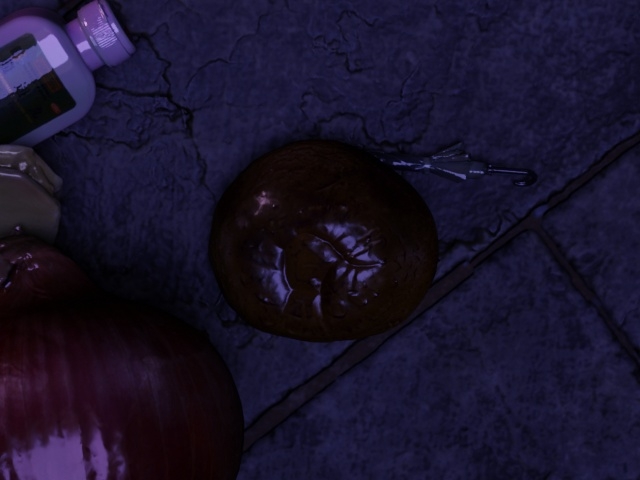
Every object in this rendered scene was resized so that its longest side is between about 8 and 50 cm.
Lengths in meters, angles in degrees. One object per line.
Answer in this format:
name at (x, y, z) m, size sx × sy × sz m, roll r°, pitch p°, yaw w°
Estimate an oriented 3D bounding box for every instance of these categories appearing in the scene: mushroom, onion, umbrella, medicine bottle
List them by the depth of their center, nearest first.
onion at (-0.236, 0.192, 1.166) m, size 0.354 × 0.353 × 0.353 m, roll -1°, pitch 104°, yaw -6°
medicine bottle at (-0.285, -0.154, 1.204) m, size 0.219 × 0.078 × 0.115 m, roll -29°, pitch 113°, yaw 2°
mushroom at (-0.002, 0.005, 1.237) m, size 0.231 × 0.138 × 0.194 m, roll -7°, pitch 112°, yaw 9°
umbrella at (0.093, -0.085, 1.283) m, size 0.269 × 0.044 × 0.044 m, roll 6°, pitch 59°, yaw -7°

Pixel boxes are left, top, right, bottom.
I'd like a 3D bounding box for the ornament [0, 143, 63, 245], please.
ornament at (-0.327, -0.004, 1.226) m, size 0.201 × 0.059 × 0.180 m, roll -21°, pitch 137°, yaw 18°
